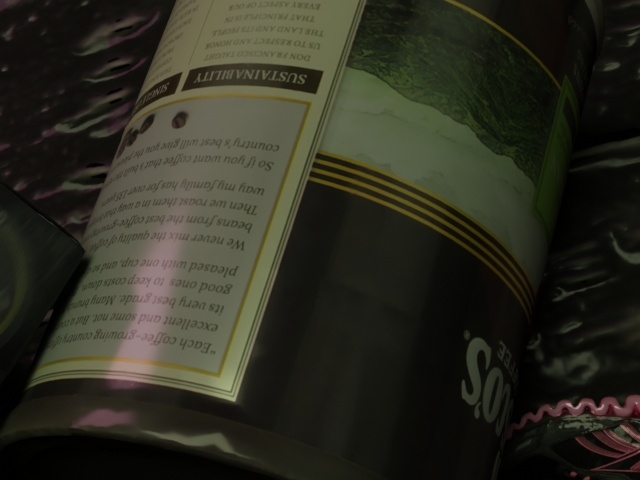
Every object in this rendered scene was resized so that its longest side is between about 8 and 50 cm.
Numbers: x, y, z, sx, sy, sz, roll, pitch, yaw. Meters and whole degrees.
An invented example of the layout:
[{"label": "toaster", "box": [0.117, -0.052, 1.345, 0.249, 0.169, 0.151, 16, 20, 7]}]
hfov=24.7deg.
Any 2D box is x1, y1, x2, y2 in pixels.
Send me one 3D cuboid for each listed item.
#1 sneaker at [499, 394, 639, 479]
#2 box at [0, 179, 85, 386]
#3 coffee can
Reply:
[{"label": "sneaker", "box": [0.133, 0.097, 0.630, 0.119, 0.047, 0.057, -10, 68, 18]}, {"label": "box", "box": [-0.295, 0.102, 0.666, 0.395, 0.097, 0.318, 4, 57, 58]}, {"label": "coffee can", "box": [0.000, 0.000, 0.642, 0.201, 0.201, 0.275, 5, 62, 25]}]
